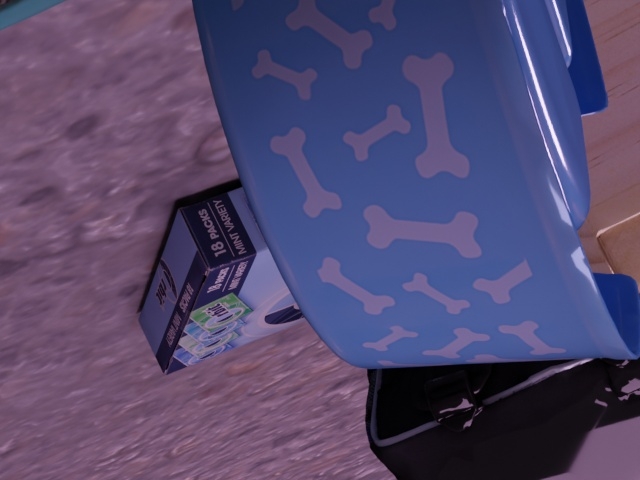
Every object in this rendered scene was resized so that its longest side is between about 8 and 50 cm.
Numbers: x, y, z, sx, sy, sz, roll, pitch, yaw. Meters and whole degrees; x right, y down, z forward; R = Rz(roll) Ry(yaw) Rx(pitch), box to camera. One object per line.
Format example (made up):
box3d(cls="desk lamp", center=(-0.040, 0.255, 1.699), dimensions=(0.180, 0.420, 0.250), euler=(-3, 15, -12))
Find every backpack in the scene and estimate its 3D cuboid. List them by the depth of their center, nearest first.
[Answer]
box3d(cls="backpack", center=(0.147, 0.074, 1.135), dimensions=(0.225, 0.191, 0.253), euler=(-26, -155, 11))

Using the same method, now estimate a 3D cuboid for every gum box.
box3d(cls="gum box", center=(0.000, 0.000, 1.049), dimensions=(0.184, 0.041, 0.157), euler=(-21, 163, -21))

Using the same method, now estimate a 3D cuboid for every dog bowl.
box3d(cls="dog bowl", center=(0.028, -0.074, 0.541), dimensions=(0.074, 0.166, 0.297), euler=(-17, -153, 12))

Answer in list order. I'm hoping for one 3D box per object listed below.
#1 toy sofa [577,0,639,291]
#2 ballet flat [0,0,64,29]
box3d(cls="toy sofa", center=(0.253, -0.119, 0.912), dimensions=(0.363, 0.177, 0.150), euler=(-27, -172, 14))
box3d(cls="ballet flat", center=(-0.199, -0.057, 0.425), dimensions=(0.483, 0.164, 0.182), euler=(-35, 130, 11))
